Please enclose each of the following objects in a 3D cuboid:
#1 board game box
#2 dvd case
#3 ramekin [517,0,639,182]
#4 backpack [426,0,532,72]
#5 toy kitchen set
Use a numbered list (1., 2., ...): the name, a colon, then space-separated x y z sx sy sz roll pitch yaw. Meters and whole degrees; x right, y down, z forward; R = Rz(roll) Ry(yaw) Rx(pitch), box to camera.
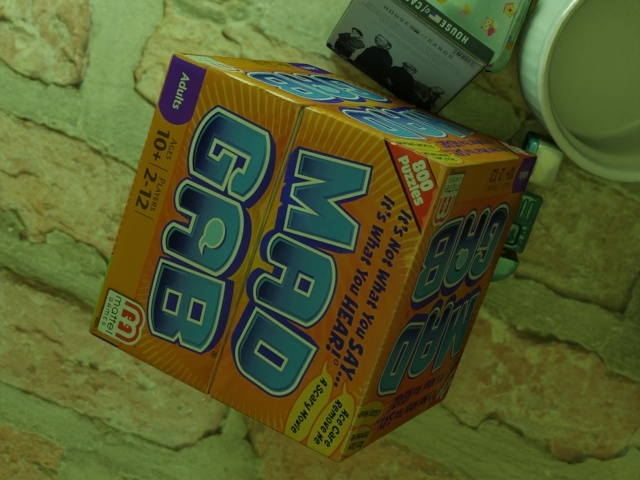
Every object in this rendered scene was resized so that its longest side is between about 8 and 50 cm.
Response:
1. board game box: 0.000 0.000 1.592 0.356 0.356 0.356 24 105 21
2. dvd case: 0.108 -0.245 1.646 0.179 0.238 0.029 36 74 -3
3. ramekin: 0.384 -0.225 1.637 0.277 0.135 0.277 -5 111 -12
4. backpack: 0.175 -0.315 1.667 0.188 0.144 0.166 22 109 3
5. toy kitchen set: 0.209 -0.055 1.729 0.166 0.122 0.207 18 103 1
